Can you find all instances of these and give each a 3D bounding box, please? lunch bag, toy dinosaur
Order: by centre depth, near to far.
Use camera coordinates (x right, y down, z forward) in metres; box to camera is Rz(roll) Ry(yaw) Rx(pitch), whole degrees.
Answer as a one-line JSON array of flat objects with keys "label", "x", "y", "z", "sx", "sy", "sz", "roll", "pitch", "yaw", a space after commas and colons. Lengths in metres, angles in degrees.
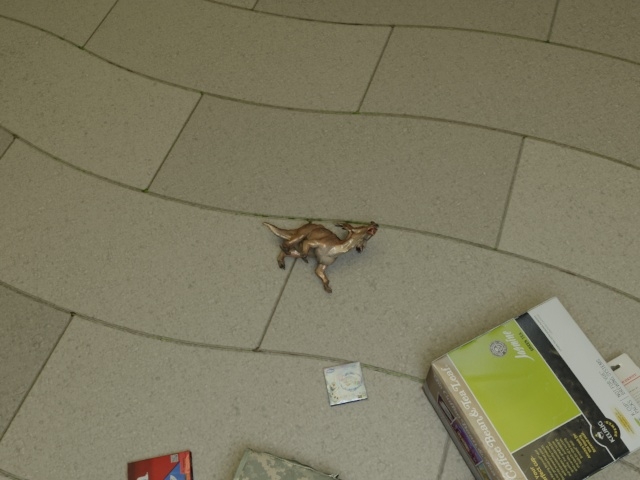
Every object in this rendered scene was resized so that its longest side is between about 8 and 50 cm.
[{"label": "lunch bag", "x": -0.086, "y": 0.592, "z": 1.164, "sx": 0.236, "sy": 0.169, "sz": 0.286, "roll": 15, "pitch": 68, "yaw": 12}, {"label": "toy dinosaur", "x": 0.000, "y": 0.000, "z": 1.507, "sx": 0.296, "sy": 0.127, "sz": 0.200, "roll": 23, "pitch": 58, "yaw": 29}]

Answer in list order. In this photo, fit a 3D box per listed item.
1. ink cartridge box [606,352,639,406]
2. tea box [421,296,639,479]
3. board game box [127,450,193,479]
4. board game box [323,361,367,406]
[{"label": "ink cartridge box", "x": 0.700, "y": 0.360, "z": 1.291, "sx": 0.104, "sy": 0.061, "sz": 0.181, "roll": -26, "pitch": 64, "yaw": -10}, {"label": "tea box", "x": 0.443, "y": 0.358, "z": 1.222, "sx": 0.324, "sy": 0.220, "sz": 0.329, "roll": -24, "pitch": 63, "yaw": -10}, {"label": "board game box", "x": -0.344, "y": 0.618, "z": 1.247, "sx": 0.145, "sy": 0.027, "sz": 0.281, "roll": -12, "pitch": 62, "yaw": -1}, {"label": "board game box", "x": 0.059, "y": 0.343, "z": 1.369, "sx": 0.090, "sy": 0.020, "sz": 0.090, "roll": -11, "pitch": 62, "yaw": -1}]
